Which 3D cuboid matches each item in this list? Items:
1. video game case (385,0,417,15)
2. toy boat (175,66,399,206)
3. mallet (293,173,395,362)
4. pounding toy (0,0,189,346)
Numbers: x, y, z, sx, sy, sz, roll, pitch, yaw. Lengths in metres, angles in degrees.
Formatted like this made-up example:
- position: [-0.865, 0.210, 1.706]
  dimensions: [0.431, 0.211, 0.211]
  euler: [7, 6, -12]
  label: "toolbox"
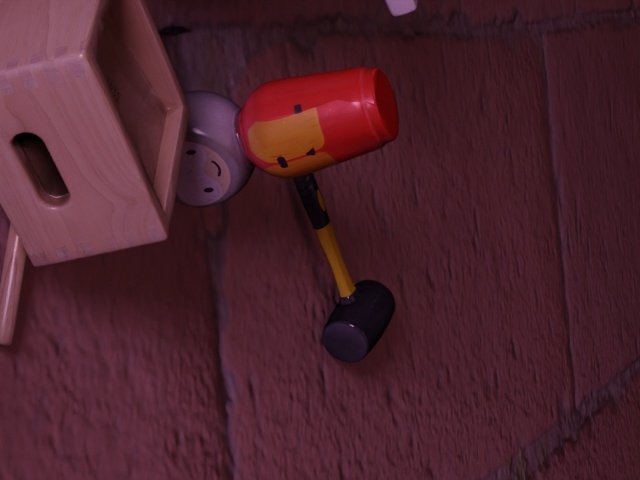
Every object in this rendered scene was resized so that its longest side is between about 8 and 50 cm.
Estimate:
- position: [0.029, -0.230, 0.929]
  dimensions: [0.143, 0.019, 0.157]
  euler: [-77, 148, -51]
  label: "video game case"
- position: [-0.057, -0.184, 0.917]
  dimensions: [0.267, 0.148, 0.318]
  euler: [-4, 83, -70]
  label: "toy boat"
- position: [0.000, 0.000, 1.119]
  dimensions: [0.190, 0.039, 0.062]
  euler: [64, 34, -30]
  label: "mallet"
- position: [-0.129, -0.048, 0.788]
  dimensions: [0.130, 0.100, 0.141]
  euler: [-87, 161, -51]
  label: "pounding toy"
